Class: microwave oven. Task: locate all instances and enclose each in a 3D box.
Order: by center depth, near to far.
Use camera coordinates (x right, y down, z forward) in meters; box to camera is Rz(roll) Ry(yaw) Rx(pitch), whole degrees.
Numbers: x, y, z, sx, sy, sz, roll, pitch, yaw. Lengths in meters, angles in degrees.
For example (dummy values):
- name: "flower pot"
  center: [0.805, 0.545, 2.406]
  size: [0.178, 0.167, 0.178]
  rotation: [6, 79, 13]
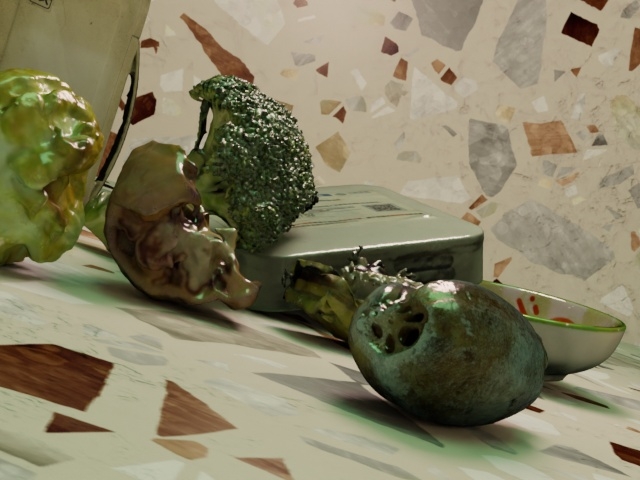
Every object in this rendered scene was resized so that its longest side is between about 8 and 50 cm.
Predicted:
- name: "microwave oven"
  center: [-0.473, -0.239, 1.769]
  size: [0.247, 0.394, 0.333]
  rotation: [20, 3, 34]

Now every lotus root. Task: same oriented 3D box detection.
- name: "lotus root"
  center: [0.156, 0.131, 1.261]
  size: [0.158, 0.140, 0.322]
  rotation: [-10, -21, 35]

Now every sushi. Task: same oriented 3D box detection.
- name: "sushi"
  center: [0.093, 0.095, 1.585]
  size: [0.291, 0.131, 0.139]
  rotation: [25, -3, -34]

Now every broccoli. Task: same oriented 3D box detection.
- name: "broccoli"
  center: [-0.172, -0.092, 1.702]
  size: [0.361, 0.252, 0.221]
  rotation: [0, -24, 39]

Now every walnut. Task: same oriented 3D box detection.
- name: "walnut"
  center: [-0.185, -0.001, 1.456]
  size: [0.238, 0.141, 0.204]
  rotation: [60, -11, -25]

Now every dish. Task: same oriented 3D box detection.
- name: "dish"
  center: [0.307, 0.153, 1.875]
  size: [0.324, 0.124, 0.324]
  rotation: [11, 6, -1]

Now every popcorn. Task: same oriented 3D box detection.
- name: "popcorn"
  center: [-0.340, -0.082, 1.336]
  size: [0.183, 0.221, 0.204]
  rotation: [17, 17, 4]

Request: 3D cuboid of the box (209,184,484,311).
- name: "box"
  center: [0.001, 0.001, 1.845]
  size: [0.396, 0.111, 0.396]
  rotation: [-5, 16, -25]
